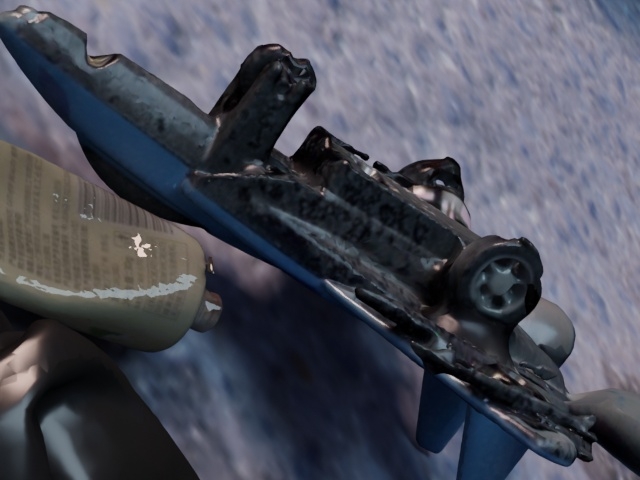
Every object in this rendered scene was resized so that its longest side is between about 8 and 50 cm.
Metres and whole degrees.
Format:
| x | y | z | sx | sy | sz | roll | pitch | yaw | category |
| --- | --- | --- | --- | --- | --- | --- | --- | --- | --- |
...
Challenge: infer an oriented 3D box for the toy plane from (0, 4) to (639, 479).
| x | y | z | sx | sy | sz | roll | pitch | yaw | category |
| --- | --- | --- | --- | --- | --- | --- | --- | --- | --- |
| 0.005 | -0.006 | 0.588 | 0.246 | 0.078 | 0.169 | 43 | 6 | -28 | toy plane |

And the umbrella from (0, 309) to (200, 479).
| x | y | z | sx | sy | sz | roll | pitch | yaw | category |
| --- | --- | --- | --- | --- | --- | --- | --- | --- | --- |
| -0.043 | 0.105 | 0.415 | 0.272 | 0.110 | 0.122 | 52 | 31 | -7 | umbrella |

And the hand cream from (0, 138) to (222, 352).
| x | y | z | sx | sy | sz | roll | pitch | yaw | category |
| --- | --- | --- | --- | --- | --- | --- | --- | --- | --- |
| -0.093 | -0.009 | 0.507 | 0.165 | 0.037 | 0.057 | 26 | 45 | -34 | hand cream |
